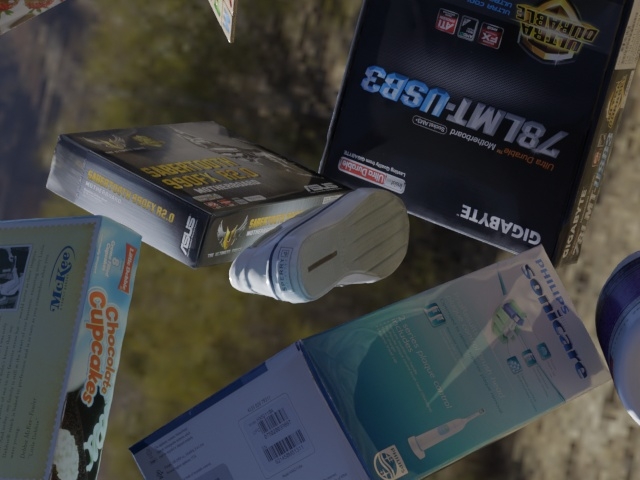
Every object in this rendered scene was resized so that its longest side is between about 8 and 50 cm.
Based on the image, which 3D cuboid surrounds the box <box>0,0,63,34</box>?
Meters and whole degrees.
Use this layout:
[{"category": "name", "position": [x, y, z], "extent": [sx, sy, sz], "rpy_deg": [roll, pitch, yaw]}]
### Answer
[{"category": "box", "position": [-0.166, -0.268, 1.565], "extent": [0.063, 0.324, 0.067], "rpy_deg": [60, -176, -45]}]

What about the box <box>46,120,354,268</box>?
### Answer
[{"category": "box", "position": [-0.107, -0.047, 1.753], "extent": [0.231, 0.183, 0.056], "rpy_deg": [-10, -57, -55]}]

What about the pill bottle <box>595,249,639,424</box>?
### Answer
[{"category": "pill bottle", "position": [0.257, 0.066, 1.385], "extent": [0.193, 0.108, 0.108], "rpy_deg": [-83, 7, -76]}]

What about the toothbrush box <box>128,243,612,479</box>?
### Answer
[{"category": "toothbrush box", "position": [0.042, 0.129, 1.434], "extent": [0.216, 0.295, 0.126], "rpy_deg": [-34, 79, 43]}]

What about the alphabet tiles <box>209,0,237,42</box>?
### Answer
[{"category": "alphabet tiles", "position": [-0.128, -0.394, 2.335], "extent": [0.198, 0.009, 0.237], "rpy_deg": [-116, 25, -46]}]

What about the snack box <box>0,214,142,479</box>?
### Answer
[{"category": "snack box", "position": [-0.254, 0.141, 1.484], "extent": [0.060, 0.187, 0.321], "rpy_deg": [33, -119, -52]}]

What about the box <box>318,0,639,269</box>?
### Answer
[{"category": "box", "position": [0.166, -0.156, 1.958], "extent": [0.073, 0.296, 0.293], "rpy_deg": [-7, -64, -58]}]

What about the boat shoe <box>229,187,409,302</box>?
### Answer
[{"category": "boat shoe", "position": [0.000, 0.000, 1.618], "extent": [0.226, 0.076, 0.083], "rpy_deg": [-15, -76, -62]}]
